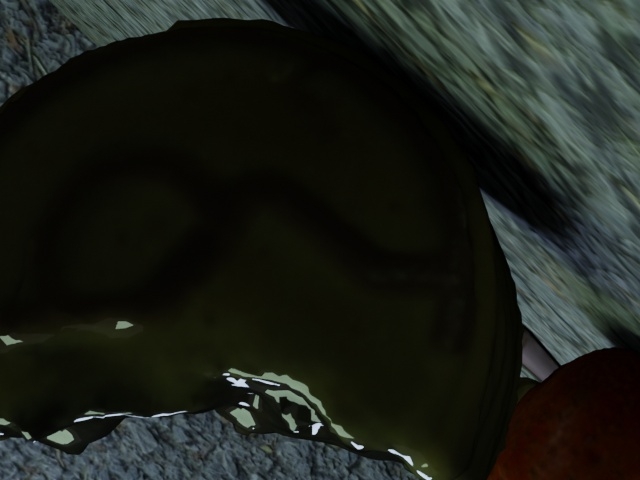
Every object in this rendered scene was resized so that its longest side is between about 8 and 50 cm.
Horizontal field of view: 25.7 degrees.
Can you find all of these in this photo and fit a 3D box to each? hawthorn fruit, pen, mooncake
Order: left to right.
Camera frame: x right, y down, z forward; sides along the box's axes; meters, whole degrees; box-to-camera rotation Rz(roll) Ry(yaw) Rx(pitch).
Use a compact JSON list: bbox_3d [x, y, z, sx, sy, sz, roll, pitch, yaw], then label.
[{"bbox_3d":[-0.069,0.048,0.972,0.393,0.394,0.246,55,179,16],"label":"mooncake"},{"bbox_3d":[0.237,0.127,1.608,0.053,0.032,0.197,40,179,44],"label":"pen"},{"bbox_3d":[0.215,0.213,1.135,0.207,0.243,0.207,40,179,1],"label":"hawthorn fruit"}]

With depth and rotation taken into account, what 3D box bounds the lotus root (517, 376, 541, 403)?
[{"bbox_3d":[0.296,0.273,1.896,0.257,0.140,0.154,36,-176,-8],"label":"lotus root"}]
